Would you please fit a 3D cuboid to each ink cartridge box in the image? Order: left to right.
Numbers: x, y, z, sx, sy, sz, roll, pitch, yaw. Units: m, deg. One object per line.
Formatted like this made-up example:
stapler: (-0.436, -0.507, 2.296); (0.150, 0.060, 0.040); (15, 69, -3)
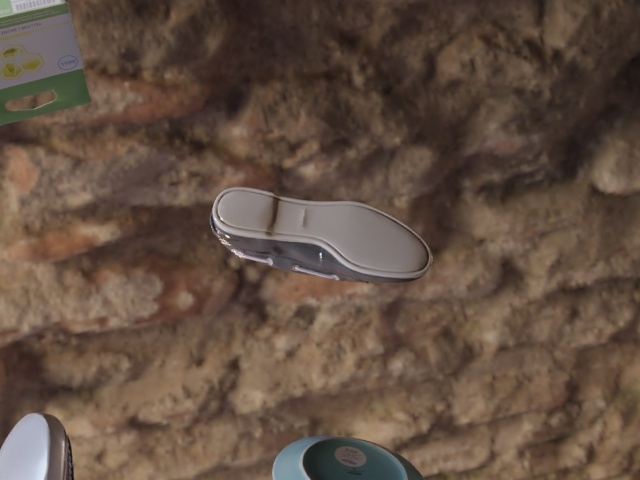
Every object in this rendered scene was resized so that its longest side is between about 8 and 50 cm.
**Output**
ink cartridge box: (-0.405, -0.230, 1.586); (0.171, 0.056, 0.235); (-16, -37, -10)

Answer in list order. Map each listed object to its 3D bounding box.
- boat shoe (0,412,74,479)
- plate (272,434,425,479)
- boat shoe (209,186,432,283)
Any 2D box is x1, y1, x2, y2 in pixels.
boat shoe: (-0.337, 0.394, 1.497); (0.127, 0.341, 0.158); (5, -8, 43)
plate: (0.038, 0.273, 1.359); (0.188, 0.188, 0.024); (-5, -61, -30)
boat shoe: (0.000, 0.000, 1.760); (0.335, 0.112, 0.095); (14, -26, 4)
